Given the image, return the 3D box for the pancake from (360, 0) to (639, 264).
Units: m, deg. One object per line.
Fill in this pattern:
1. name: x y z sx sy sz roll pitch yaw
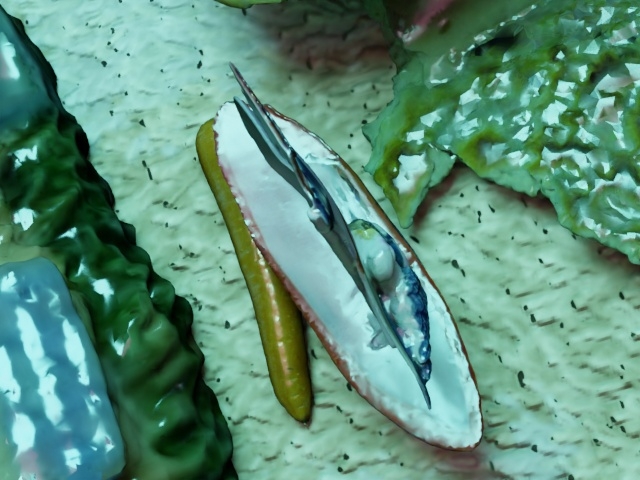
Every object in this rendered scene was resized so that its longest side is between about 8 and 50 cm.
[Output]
1. pancake: 0.213 -0.107 0.778 0.426 0.067 0.305 21 83 23

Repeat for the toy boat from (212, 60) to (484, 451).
1. toy boat: -0.009 -0.013 0.728 0.072 0.318 0.219 -37 52 1

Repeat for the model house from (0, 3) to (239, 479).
1. model house: -0.318 0.037 0.732 0.395 0.400 0.445 -25 77 11

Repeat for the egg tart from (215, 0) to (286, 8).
1. egg tart: 0.045 -0.221 0.796 0.297 0.132 0.297 -22 36 17

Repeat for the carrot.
1. carrot: -0.034 0.015 0.854 0.037 0.037 0.190 -19 80 10
